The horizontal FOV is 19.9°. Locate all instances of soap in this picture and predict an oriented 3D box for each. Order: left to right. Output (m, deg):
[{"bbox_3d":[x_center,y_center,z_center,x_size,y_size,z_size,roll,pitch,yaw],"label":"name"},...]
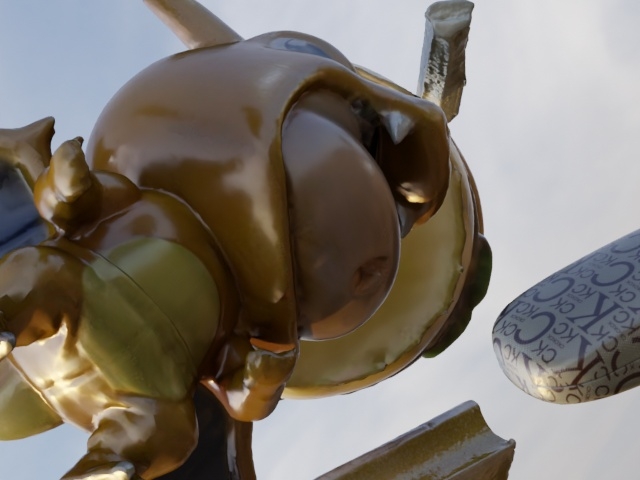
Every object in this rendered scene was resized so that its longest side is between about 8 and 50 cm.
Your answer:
[{"bbox_3d":[0.087,0.341,2.051,0.281,0.143,0.259,-22,-48,-36],"label":"soap"}]

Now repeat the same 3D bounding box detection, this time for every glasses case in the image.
[{"bbox_3d":[0.309,0.034,1.526,0.355,0.137,0.085,-24,-64,-14],"label":"glasses case"}]

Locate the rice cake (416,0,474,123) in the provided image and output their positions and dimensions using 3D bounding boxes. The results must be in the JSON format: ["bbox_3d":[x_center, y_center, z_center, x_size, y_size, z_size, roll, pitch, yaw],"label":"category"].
[{"bbox_3d":[0.142,-0.202,2.090,0.057,0.052,0.256,-19,-19,-8],"label":"rice cake"}]

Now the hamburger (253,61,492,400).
[{"bbox_3d":[0.000,0.000,2.022,0.396,0.396,0.277,-52,-8,3],"label":"hamburger"}]

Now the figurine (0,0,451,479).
[{"bbox_3d":[-0.124,-0.007,1.276,0.387,0.401,0.268,-51,2,-38],"label":"figurine"}]
